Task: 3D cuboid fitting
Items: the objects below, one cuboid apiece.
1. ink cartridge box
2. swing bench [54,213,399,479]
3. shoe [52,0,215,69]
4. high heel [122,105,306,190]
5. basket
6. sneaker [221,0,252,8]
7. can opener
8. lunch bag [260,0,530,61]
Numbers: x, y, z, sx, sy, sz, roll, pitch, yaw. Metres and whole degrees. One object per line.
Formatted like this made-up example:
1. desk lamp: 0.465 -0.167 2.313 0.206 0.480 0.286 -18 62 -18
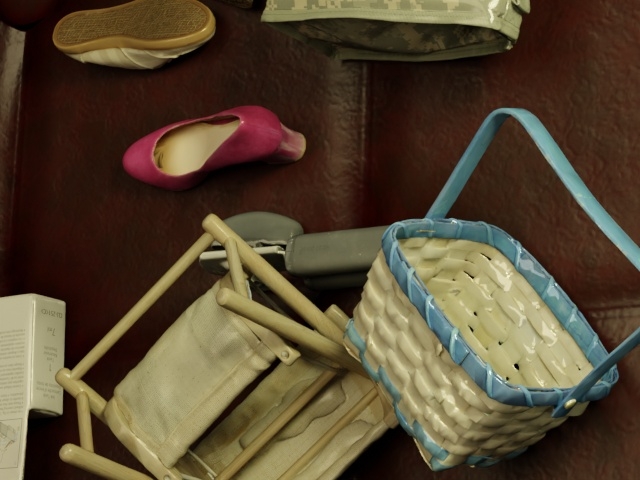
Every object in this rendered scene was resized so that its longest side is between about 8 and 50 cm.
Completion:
1. ink cartridge box: -0.437 0.208 2.165 0.296 0.066 0.261 -8 74 32
2. swing bench: -0.093 0.161 1.865 0.253 0.255 0.165 -45 27 16
3. shoe: -0.210 -0.240 2.141 0.219 0.058 0.076 0 58 30
4. high heel: -0.144 -0.106 2.019 0.244 0.117 0.082 2 79 34
5. basket: 0.169 0.054 1.707 0.255 0.201 0.289 57 132 28
6. sneaker: -0.134 -0.331 2.109 0.192 0.064 0.086 22 83 35
7. can opener: 0.000 0.000 1.922 0.283 0.076 0.095 -6 65 29
8. lunch bag: 0.110 -0.311 1.873 0.287 0.169 0.235 5 80 39
